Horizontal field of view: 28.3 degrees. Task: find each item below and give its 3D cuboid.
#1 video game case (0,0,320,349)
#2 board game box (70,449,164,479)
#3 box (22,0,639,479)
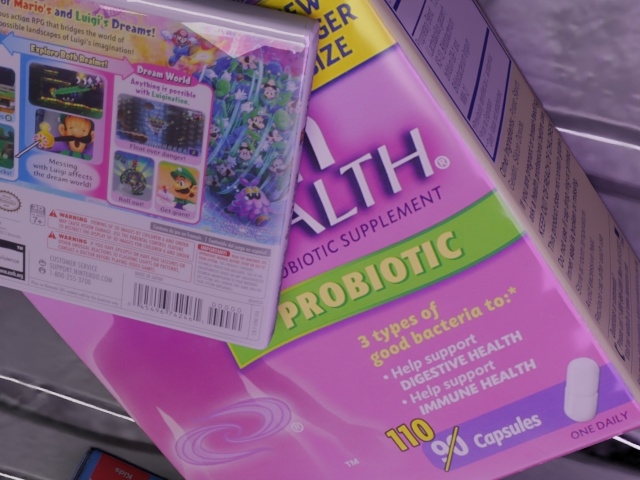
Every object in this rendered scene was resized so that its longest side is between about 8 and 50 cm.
[{"bbox_3d":[-0.086,-0.035,0.497,0.157,0.019,0.143,14,122,7],"label":"video game case"},{"bbox_3d":[-0.065,0.319,0.810,0.308,0.086,0.302,25,123,-3],"label":"board game box"},{"bbox_3d":[0.000,0.000,0.580,0.214,0.117,0.243,-26,112,26],"label":"box"}]
